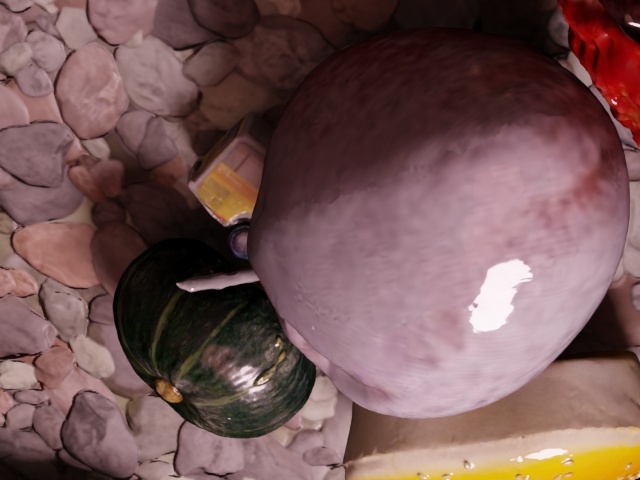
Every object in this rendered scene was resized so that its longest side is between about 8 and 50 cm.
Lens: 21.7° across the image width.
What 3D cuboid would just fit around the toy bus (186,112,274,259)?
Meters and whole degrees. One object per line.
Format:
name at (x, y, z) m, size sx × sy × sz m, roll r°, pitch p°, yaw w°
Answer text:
toy bus at (0.000, 0.000, 1.552) m, size 0.268 × 0.092 × 0.106 m, roll 41°, pitch 110°, yaw -11°

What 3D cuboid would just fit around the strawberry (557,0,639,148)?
strawberry at (0.328, -0.188, 1.287) m, size 0.292 × 0.310 × 0.291 m, roll 0°, pitch 81°, yaw 3°

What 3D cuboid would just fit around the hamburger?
hamburger at (0.167, 0.184, 1.541) m, size 0.295 × 0.227 × 0.151 m, roll -6°, pitch 84°, yaw 19°

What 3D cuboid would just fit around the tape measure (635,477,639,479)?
tape measure at (0.315, 0.230, 1.610) m, size 0.091 × 0.094 × 0.054 m, roll -18°, pitch 118°, yaw 42°

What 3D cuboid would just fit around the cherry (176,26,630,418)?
cherry at (0.099, -0.011, 1.368) m, size 0.291 × 0.335 × 0.326 m, roll 6°, pitch 97°, yaw -36°

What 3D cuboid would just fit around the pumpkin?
pumpkin at (-0.097, 0.091, 1.566) m, size 0.212 × 0.152 × 0.211 m, roll 29°, pitch 157°, yaw 13°
